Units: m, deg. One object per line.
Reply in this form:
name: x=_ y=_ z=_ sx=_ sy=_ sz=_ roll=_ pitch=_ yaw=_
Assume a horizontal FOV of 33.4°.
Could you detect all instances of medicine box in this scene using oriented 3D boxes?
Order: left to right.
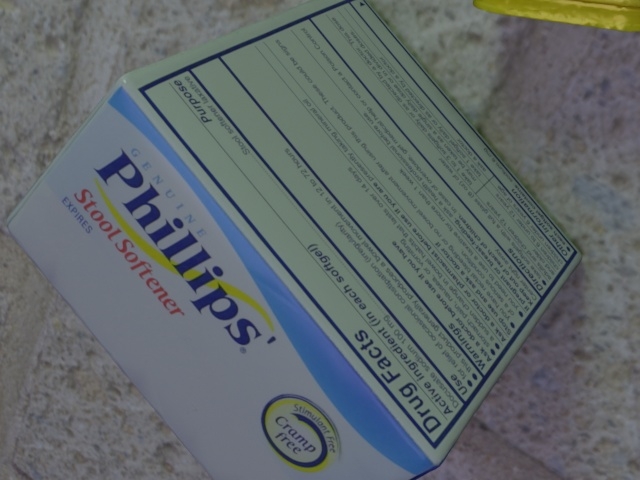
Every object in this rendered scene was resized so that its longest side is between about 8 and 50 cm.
medicine box: x=0.000 y=0.000 z=0.700 sx=0.263 sy=0.289 sz=0.149 roll=50 pitch=127 yaw=1

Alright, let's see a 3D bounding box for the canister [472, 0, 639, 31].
canister: x=0.160 y=-0.221 z=0.637 sx=0.126 sy=0.073 sz=0.169 roll=14 pitch=117 yaw=24
